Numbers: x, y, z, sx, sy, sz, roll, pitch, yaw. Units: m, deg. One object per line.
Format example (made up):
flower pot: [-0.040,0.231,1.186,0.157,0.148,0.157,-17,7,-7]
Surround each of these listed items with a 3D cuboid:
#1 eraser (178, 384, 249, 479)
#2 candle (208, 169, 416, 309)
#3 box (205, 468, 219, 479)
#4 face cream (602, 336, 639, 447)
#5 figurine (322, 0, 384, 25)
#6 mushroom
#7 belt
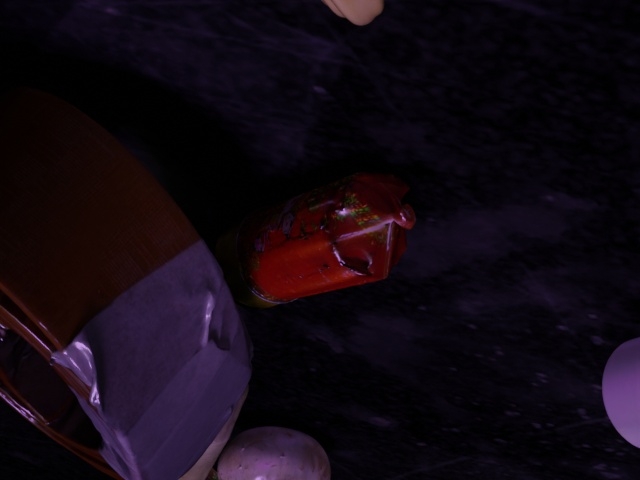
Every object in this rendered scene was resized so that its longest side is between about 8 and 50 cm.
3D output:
eraser: [-0.122,0.125,1.013,0.117,0.058,0.172,20,156,-4]
candle: [0.000,0.000,0.675,0.052,0.052,0.130,31,152,-27]
box: [-0.130,0.207,1.239,0.090,0.023,0.133,5,153,22]
face cream: [0.219,0.045,0.583,0.082,0.082,0.269,27,153,-20]
figurine: [0.010,-0.139,0.354,0.083,0.083,0.187,12,146,13]
mushroom: [-0.034,0.172,1.040,0.083,0.067,0.083,-4,155,-2]
belt: [-0.124,0.037,0.718,0.184,0.105,0.261,37,158,10]
